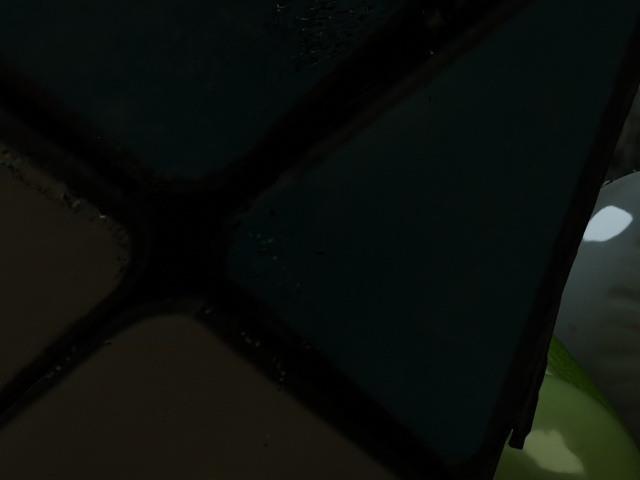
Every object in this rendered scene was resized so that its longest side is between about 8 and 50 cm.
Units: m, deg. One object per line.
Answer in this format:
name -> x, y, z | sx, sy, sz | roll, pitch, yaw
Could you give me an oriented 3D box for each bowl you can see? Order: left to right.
bowl -> 0.202, 0.052, 0.913 | 0.189, 0.189, 0.086 | 22, -13, -25

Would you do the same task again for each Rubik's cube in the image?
Rubik's cube -> -0.096, -0.089, 0.591 | 0.307, 0.305, 0.310 | -7, 44, -23

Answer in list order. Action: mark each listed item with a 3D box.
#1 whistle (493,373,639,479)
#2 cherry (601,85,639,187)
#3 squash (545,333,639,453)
whistle -> 0.058, 0.164, 0.681 | 0.141, 0.141, 0.294 | 28, 46, -15
cherry -> 0.185, -0.078, 1.094 | 0.255, 0.218, 0.296 | 30, 40, -19
squash -> 0.024, 0.013, 0.883 | 0.101, 0.101, 0.378 | -3, 49, -52
